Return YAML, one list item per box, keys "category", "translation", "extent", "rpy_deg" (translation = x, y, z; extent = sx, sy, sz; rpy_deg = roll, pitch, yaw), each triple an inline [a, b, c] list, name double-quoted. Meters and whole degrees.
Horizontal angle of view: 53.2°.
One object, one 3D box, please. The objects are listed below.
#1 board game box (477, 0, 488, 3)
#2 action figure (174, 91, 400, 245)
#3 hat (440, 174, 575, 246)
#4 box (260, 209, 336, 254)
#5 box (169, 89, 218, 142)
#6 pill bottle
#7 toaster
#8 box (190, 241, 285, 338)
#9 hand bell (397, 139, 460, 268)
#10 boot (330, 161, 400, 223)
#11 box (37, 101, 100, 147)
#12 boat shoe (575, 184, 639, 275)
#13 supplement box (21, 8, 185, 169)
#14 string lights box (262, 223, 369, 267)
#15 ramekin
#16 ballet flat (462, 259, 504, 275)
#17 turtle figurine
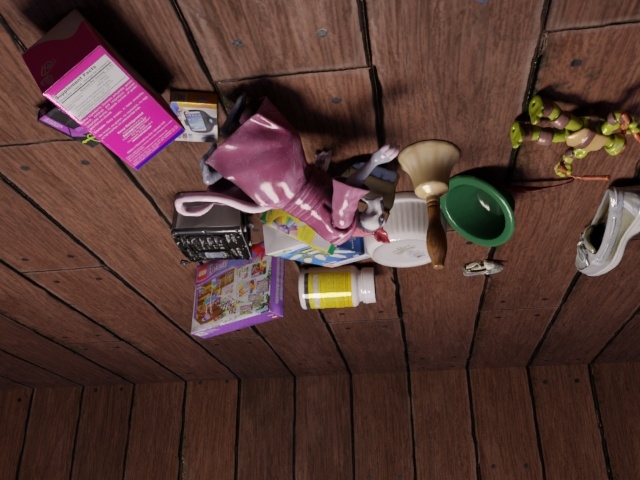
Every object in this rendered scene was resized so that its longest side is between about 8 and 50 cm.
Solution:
- category: "board game box"
  translation: [0.216, -0.386, 0.640]
  extent: [0.042, 0.165, 0.243]
  rpy_deg: [11, 152, -23]
- category: "action figure"
  translation: [-0.031, -0.084, 1.137]
  extent: [0.370, 0.276, 0.248]
  rpy_deg: [35, 165, -9]
- category: "hat"
  translation: [0.398, -0.101, 1.413]
  extent: [0.208, 0.183, 0.173]
  rpy_deg: [39, 146, 16]
- category: "box"
  translation: [-0.034, -0.051, 1.350]
  extent: [0.179, 0.105, 0.043]
  rpy_deg: [26, -179, 21]
- category: "box"
  translation: [-0.225, -0.217, 1.154]
  extent: [0.081, 0.028, 0.136]
  rpy_deg: [2, 153, -6]
- category: "pill bottle"
  translation: [0.049, 0.129, 1.787]
  extent: [0.208, 0.119, 0.119]
  rpy_deg: [-3, 155, 7]
- category: "toaster"
  translation: [-0.250, -0.025, 1.462]
  extent: [0.185, 0.110, 0.168]
  rpy_deg: [-2, 154, 3]
- category: "box"
  translation: [-0.219, 0.131, 1.690]
  extent: [0.293, 0.201, 0.057]
  rpy_deg: [-19, 149, 35]
- category: "hand bell"
  translation: [0.219, -0.060, 1.243]
  extent: [0.126, 0.242, 0.126]
  rpy_deg: [0, 155, 0]
- category: "boot"
  translation: [0.057, -0.126, 1.318]
  extent: [0.219, 0.106, 0.082]
  rpy_deg: [25, -177, 6]
- category: "box"
  translation: [-0.403, -0.226, 1.129]
  extent: [0.162, 0.029, 0.116]
  rpy_deg: [-21, 148, 33]
- category: "boat shoe"
  translation: [0.661, -0.022, 1.493]
  extent: [0.103, 0.118, 0.320]
  rpy_deg: [6, 151, 1]
- category: "supplement box"
  translation: [-0.328, -0.226, 0.990]
  extent: [0.114, 0.111, 0.220]
  rpy_deg: [-39, 147, 1]
- category: "string lights box"
  translation: [0.000, 0.000, 1.505]
  extent: [0.133, 0.077, 0.259]
  rpy_deg: [-17, 162, 33]
- category: "ramekin"
  translation: [0.197, -0.018, 1.489]
  extent: [0.207, 0.109, 0.207]
  rpy_deg: [-1, 154, 0]
- category: "ballet flat"
  translation: [0.450, 0.074, 1.775]
  extent: [0.114, 0.041, 0.041]
  rpy_deg: [-11, 153, 19]
- category: "turtle figurine"
  translation: [0.469, -0.198, 1.138]
  extent: [0.217, 0.087, 0.269]
  rpy_deg: [13, 161, -10]
